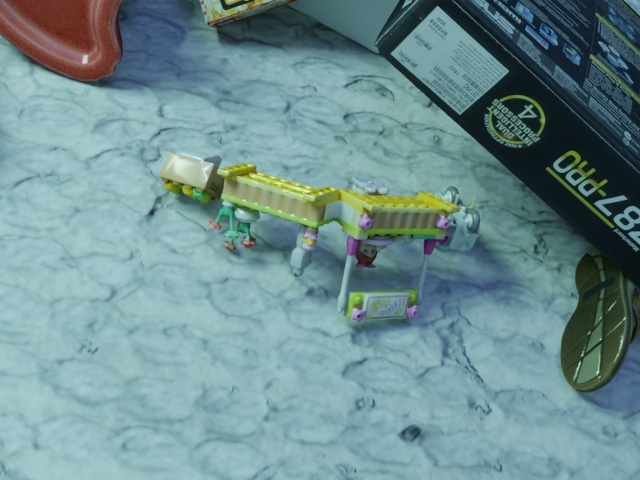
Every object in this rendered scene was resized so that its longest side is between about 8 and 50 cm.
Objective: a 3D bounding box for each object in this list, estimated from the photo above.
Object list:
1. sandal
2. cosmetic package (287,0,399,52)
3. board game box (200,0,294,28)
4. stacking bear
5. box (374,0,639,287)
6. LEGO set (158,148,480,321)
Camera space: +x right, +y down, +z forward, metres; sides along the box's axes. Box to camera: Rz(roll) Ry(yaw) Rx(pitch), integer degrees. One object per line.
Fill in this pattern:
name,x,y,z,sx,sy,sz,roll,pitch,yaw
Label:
sandal,0.267,0.068,0.858,0.049,0.072,0.180,40,42,-16
cosmetic package,-0.004,-0.318,1.017,0.231,0.117,0.085,29,47,0
board game box,-0.044,-0.315,0.934,0.193,0.045,0.147,-16,96,9
stacking bear,-0.230,-0.319,0.913,0.164,0.175,0.289,21,39,-14
box,0.258,-0.151,0.906,0.395,0.097,0.318,39,41,-11
LEGO set,0.000,0.000,0.803,0.287,0.107,0.132,7,17,-11
